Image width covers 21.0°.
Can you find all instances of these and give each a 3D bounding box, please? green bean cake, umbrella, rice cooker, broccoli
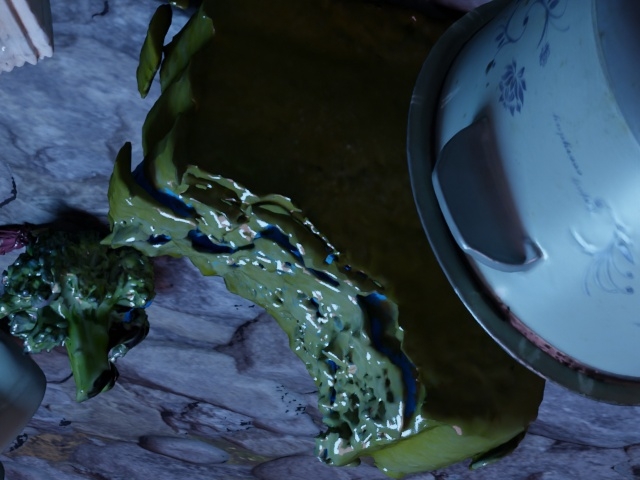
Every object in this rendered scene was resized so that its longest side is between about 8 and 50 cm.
[{"bbox_3d":[0.000,0.000,1.150,0.310,0.285,0.202,19,160,-12],"label":"green bean cake"},{"bbox_3d":[-0.307,0.003,1.613,0.165,0.025,0.027,-8,178,41],"label":"umbrella"},{"bbox_3d":[0.201,-0.057,0.962,0.317,0.264,0.316,-22,169,-5],"label":"rice cooker"},{"bbox_3d":[-0.214,0.070,1.559,0.155,0.160,0.167,-12,153,-19],"label":"broccoli"}]

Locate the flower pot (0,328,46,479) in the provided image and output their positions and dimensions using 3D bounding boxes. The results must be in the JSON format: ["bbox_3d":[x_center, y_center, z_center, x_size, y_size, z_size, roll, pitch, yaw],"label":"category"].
[{"bbox_3d":[-0.445,0.194,1.798,0.368,0.254,0.164,-10,133,37],"label":"flower pot"}]

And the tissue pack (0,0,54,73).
[{"bbox_3d":[-0.212,-0.234,0.867,0.071,0.170,0.325,-16,153,1],"label":"tissue pack"}]
